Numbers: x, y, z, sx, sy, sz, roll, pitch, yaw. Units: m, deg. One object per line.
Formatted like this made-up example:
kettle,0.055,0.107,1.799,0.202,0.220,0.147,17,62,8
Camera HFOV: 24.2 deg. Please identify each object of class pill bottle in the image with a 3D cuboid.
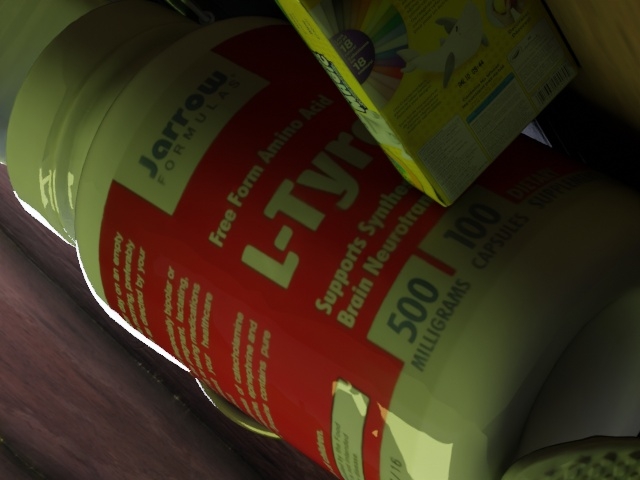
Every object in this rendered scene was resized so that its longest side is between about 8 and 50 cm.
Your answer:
pill bottle,0.000,0.000,0.920,0.408,0.229,0.229,30,166,32

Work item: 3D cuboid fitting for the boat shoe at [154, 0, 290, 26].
boat shoe,-0.037,-0.133,1.122,0.302,0.091,0.114,48,173,-24

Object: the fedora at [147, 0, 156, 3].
fedora,-0.283,-0.266,1.326,0.334,0.334,0.152,44,143,8

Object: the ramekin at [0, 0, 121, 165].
ramekin,-0.230,-0.158,1.130,0.277,0.135,0.277,36,-174,-5

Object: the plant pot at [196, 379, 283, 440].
plant pot,0.037,0.066,1.410,0.263,0.263,0.229,41,-169,29

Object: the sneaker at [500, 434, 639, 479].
sneaker,0.221,0.151,0.809,0.282,0.102,0.161,8,-174,-6

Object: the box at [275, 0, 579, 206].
box,0.046,-0.111,0.718,0.043,0.105,0.179,36,168,47
